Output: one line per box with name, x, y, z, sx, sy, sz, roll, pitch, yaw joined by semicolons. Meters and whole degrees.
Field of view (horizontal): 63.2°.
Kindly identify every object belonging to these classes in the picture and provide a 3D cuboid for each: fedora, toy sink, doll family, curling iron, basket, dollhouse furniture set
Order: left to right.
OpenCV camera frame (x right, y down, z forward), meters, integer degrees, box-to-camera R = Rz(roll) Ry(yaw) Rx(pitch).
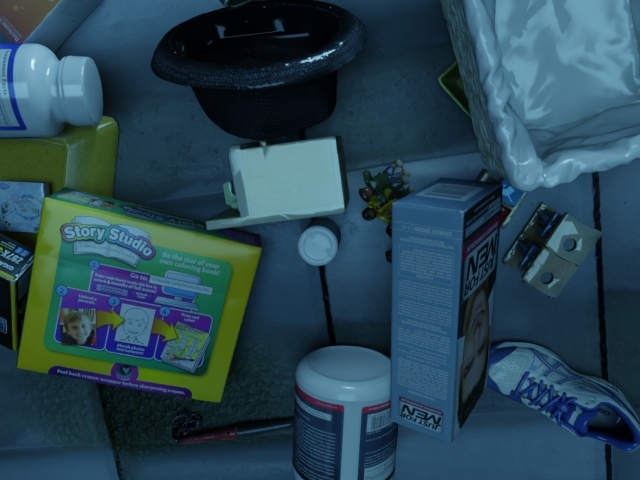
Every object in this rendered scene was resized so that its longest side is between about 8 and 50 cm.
curling iron;-0.179;0.377;1.052;0.273;0.035;0.068;-3;101;7
fedora;-0.089;-0.262;0.831;0.333;0.334;0.153;-3;134;6
toy sink;-0.076;-0.107;0.885;0.234;0.153;0.131;-7;101;8
doll family;0.133;-0.042;0.914;0.111;0.076;0.193;-37;91;-8
dollhouse furniture set;0.330;-0.015;0.873;0.183;0.129;0.129;29;103;-2
basket;0.352;-0.273;0.702;0.331;0.266;0.328;-16;99;8

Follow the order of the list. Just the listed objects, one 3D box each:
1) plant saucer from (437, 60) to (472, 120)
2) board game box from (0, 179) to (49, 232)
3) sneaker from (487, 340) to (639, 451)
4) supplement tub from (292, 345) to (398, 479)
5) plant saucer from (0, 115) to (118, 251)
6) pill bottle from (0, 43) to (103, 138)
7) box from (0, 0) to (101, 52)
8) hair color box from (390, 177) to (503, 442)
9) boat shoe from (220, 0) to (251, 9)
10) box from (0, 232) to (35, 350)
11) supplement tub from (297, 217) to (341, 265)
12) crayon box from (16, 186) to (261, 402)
plant saucer;0.324;-0.264;0.866;0.188;0.045;0.188;-42;95;12
board game box;-0.527;-0.060;0.926;0.090;0.020;0.090;3;103;5
sneaker;0.426;0.273;0.923;0.296;0.131;0.112;19;105;3
supplement tub;0.045;0.348;0.944;0.191;0.191;0.272;4;102;5
plant saucer;-0.568;-0.092;0.975;0.332;0.081;0.333;11;102;4
pill bottle;-0.514;-0.245;0.855;0.271;0.152;0.152;-3;101;-7
box;-0.481;-0.427;0.891;0.170;0.091;0.130;-41;95;12
hair color box;0.201;0.104;0.837;0.113;0.185;0.375;11;113;33
boat shoe;-0.031;-0.450;0.823;0.305;0.109;0.091;-32;98;0
box;-0.679;0.047;0.946;0.322;0.079;0.257;29;136;-5
supplement tub;0.000;0.000;0.921;0.071;0.107;0.071;1;102;6
crayon box;-0.320;0.104;0.942;0.362;0.106;0.313;14;102;-11
